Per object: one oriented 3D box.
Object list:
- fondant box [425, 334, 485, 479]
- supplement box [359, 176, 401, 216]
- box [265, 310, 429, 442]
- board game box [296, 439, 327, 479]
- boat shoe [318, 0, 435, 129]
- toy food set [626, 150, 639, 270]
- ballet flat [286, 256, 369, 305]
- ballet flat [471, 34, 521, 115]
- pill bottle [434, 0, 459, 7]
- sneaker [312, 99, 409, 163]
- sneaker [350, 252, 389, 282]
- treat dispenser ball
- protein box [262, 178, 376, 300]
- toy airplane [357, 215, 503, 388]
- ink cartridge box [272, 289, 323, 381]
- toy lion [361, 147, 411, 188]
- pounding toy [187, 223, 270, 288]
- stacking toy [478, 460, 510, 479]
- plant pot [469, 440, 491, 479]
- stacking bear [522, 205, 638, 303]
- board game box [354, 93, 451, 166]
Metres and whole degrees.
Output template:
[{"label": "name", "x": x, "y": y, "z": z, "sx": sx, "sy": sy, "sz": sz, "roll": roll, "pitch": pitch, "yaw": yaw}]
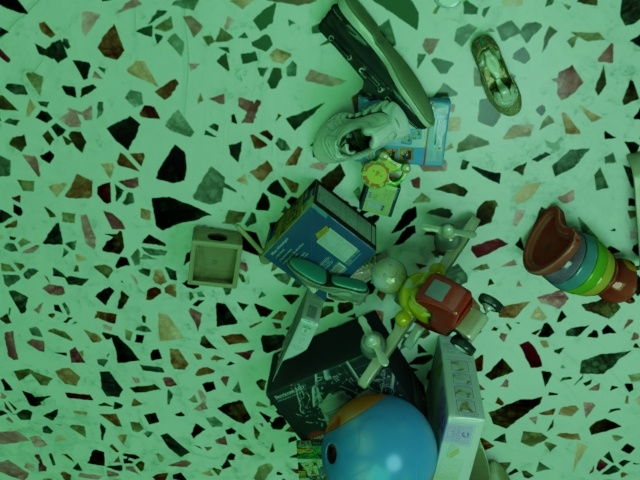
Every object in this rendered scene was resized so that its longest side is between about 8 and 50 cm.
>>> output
[{"label": "fondant box", "x": 0.348, "y": 0.444, "z": 1.872, "sx": 0.096, "sy": 0.330, "sz": 0.239, "roll": 6, "pitch": 119, "yaw": 0}, {"label": "supplement box", "x": 0.145, "y": -0.113, "z": 1.730, "sx": 0.083, "sy": 0.056, "sz": 0.083, "roll": 14, "pitch": 119, "yaw": -4}, {"label": "box", "x": 0.077, "y": 0.417, "z": 1.962, "sx": 0.343, "sy": 0.179, "sz": 0.313, "roll": -26, "pitch": 114, "yaw": 17}, {"label": "board game box", "x": 0.065, "y": 0.608, "z": 1.955, "sx": 0.259, "sy": 0.030, "sz": 0.136, "roll": -1, "pitch": 118, "yaw": 4}, {"label": "boat shoe", "x": 0.118, "y": -0.368, "z": 1.550, "sx": 0.113, "sy": 0.127, "sz": 0.340, "roll": -32, "pitch": 109, "yaw": 30}, {"label": "toy food set", "x": 0.858, "y": -0.081, "z": 1.693, "sx": 0.219, "sy": 0.092, "sz": 0.306, "roll": -10, "pitch": 110, "yaw": 10}, {"label": "ballet flat", "x": 0.011, "y": 0.107, "z": 1.699, "sx": 0.213, "sy": 0.072, "sz": 0.068, "roll": 19, "pitch": 124, "yaw": -9}, {"label": "ballet flat", "x": 0.393, "y": -0.356, "z": 1.571, "sx": 0.073, "sy": 0.067, "sz": 0.206, "roll": -29, "pitch": 114, "yaw": 17}, {"label": "pill bottle", "x": 0.262, "y": -0.518, "z": 1.459, "sx": 0.067, "sy": 0.120, "sz": 0.067, "roll": 2, "pitch": 120, "yaw": 3}, {"label": "sneaker", "x": 0.062, "y": -0.226, "z": 1.580, "sx": 0.292, "sy": 0.118, "sz": 0.110, "roll": -14, "pitch": 114, "yaw": 54}, {"label": "sneaker", "x": 0.113, "y": 0.066, "z": 1.836, "sx": 0.070, "sy": 0.051, "sz": 0.134, "roll": 39, "pitch": 119, "yaw": -22}, {"label": "treat dispenser ball", "x": 0.145, "y": 0.526, "z": 1.750, "sx": 0.288, "sy": 0.288, "sz": 0.288, "roll": 2, "pitch": 119, "yaw": 3}, {"label": "protein box", "x": 0.000, "y": 0.000, "z": 1.758, "sx": 0.201, "sy": 0.136, "sz": 0.200, "roll": 37, "pitch": 116, "yaw": -16}, {"label": "toy airplane", "x": 0.236, "y": 0.138, "z": 1.711, "sx": 0.272, "sy": 0.386, "sz": 0.384, "roll": 36, "pitch": 125, "yaw": -5}, {"label": "ink cartridge box", "x": -0.055, "y": 0.248, "z": 1.875, "sx": 0.056, "sy": 0.181, "sz": 0.225, "roll": 20, "pitch": 119, "yaw": -3}, {"label": "toy lion", "x": 0.150, "y": -0.160, "z": 1.665, "sx": 0.100, "sy": 0.034, "sz": 0.096, "roll": 26, "pitch": 110, "yaw": -11}, {"label": "pounding toy", "x": -0.228, "y": 0.022, "z": 1.817, "sx": 0.205, "sy": 0.094, "sz": 0.181, "roll": 6, "pitch": 115, "yaw": -10}, {"label": "stacking toy", "x": 0.425, "y": 0.803, "z": 2.179, "sx": 0.330, "sy": 0.141, "sz": 0.141, "roll": -30, "pitch": 113, "yaw": 20}, {"label": "plant pot", "x": 0.318, "y": 0.686, "z": 2.081, "sx": 0.274, "sy": 0.257, "sz": 0.256, "roll": -24, "pitch": 116, "yaw": 35}, {"label": "stacking bear", "x": 0.662, "y": 0.065, "z": 1.745, "sx": 0.288, "sy": 0.175, "sz": 0.164, "roll": 25, "pitch": 116, "yaw": -18}, {"label": "board game box", "x": 0.189, "y": -0.258, "z": 1.656, "sx": 0.211, "sy": 0.039, "sz": 0.160, "roll": 3, "pitch": 119, "yaw": 2}]
